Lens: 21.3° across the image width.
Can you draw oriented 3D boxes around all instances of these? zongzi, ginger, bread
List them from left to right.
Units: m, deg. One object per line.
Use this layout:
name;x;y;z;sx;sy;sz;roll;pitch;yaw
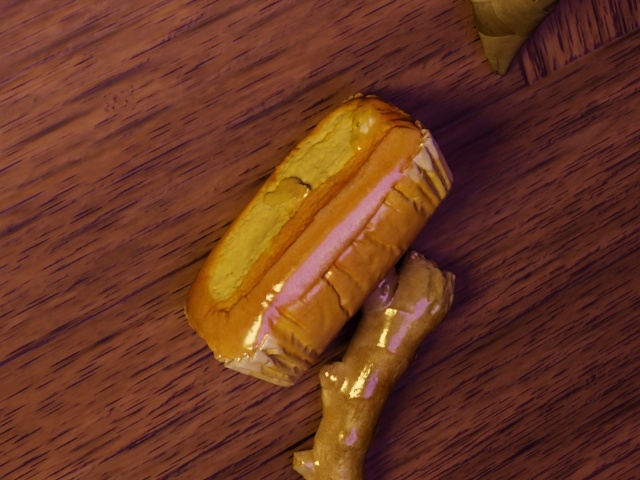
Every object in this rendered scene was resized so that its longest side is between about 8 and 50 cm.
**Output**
bread;0.000;0.000;1.603;0.288;0.152;0.119;-51;129;0
ginger;0.052;0.148;1.741;0.118;0.065;0.298;13;103;-17
zongzi;0.201;-0.220;1.609;0.078;0.160;0.176;-24;118;-22
